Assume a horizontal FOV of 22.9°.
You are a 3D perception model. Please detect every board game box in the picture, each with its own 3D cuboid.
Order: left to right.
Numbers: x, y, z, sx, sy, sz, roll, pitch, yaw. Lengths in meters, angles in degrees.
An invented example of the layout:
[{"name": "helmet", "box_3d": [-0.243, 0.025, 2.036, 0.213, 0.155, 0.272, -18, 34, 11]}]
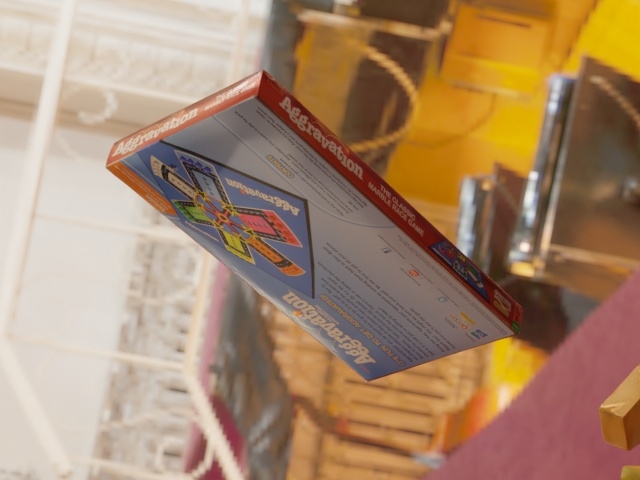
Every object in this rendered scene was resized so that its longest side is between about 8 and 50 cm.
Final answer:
[{"name": "board game box", "box_3d": [0.000, 0.000, 1.096, 0.145, 0.281, 0.027, -22, 40, 36]}]

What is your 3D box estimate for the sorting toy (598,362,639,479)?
[{"name": "sorting toy", "box_3d": [0.299, 0.080, 1.060, 0.307, 0.041, 0.229, -41, -49, -31]}]
